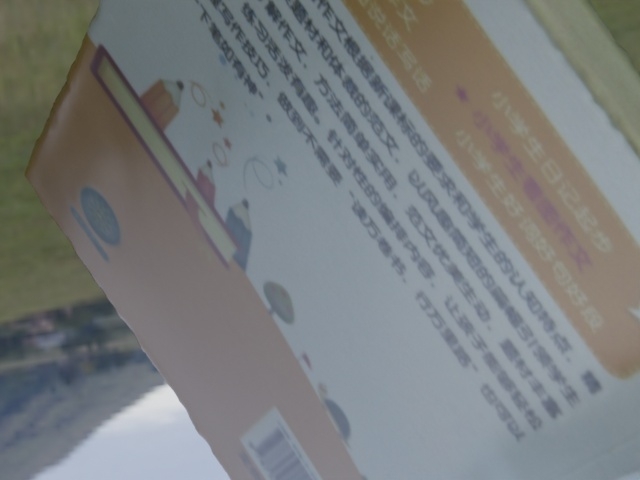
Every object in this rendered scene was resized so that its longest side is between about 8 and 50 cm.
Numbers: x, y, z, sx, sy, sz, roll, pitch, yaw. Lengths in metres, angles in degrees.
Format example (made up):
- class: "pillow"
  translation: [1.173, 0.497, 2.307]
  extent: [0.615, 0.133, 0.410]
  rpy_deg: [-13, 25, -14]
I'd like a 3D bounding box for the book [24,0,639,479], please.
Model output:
- class: "book"
  translation: [0.000, 0.000, 0.483]
  extent: [0.020, 0.208, 0.295]
  rpy_deg: [-30, 171, -28]
